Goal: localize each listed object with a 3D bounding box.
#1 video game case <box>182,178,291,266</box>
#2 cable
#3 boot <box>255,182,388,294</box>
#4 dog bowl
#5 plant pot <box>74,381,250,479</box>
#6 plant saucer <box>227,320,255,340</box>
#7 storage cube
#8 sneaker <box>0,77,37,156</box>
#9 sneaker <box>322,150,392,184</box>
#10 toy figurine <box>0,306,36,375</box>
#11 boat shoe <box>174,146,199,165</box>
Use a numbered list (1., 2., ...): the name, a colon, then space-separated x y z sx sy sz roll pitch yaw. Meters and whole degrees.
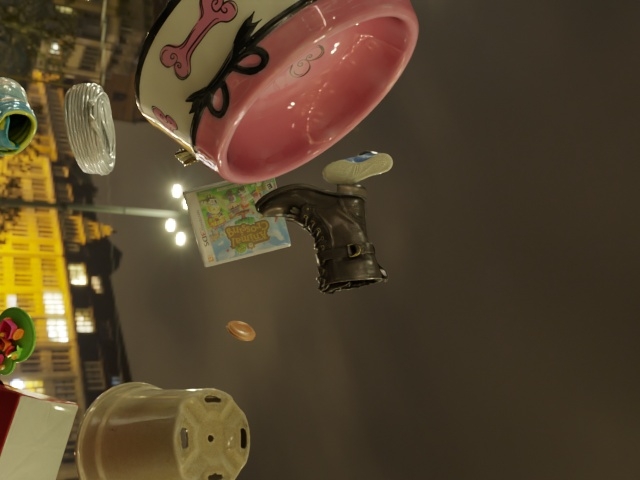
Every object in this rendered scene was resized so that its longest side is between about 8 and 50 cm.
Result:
1. video game case: -0.193 -0.050 1.679 0.023 0.213 0.193 -112 -172 -67
2. cable: -0.633 -0.306 1.990 0.257 0.089 0.257 -104 -171 -57
3. boot: 0.000 0.000 1.494 0.091 0.263 0.228 91 -6 -70
4. dog bowl: -0.041 -0.239 0.991 0.150 0.408 0.408 52 -43 14
5. plant pot: -0.345 0.479 1.680 0.306 0.334 0.333 -20 -112 39
6. plant saucer: -0.221 0.251 2.013 0.013 0.084 0.083 -64 -145 20
7. storage cube: -0.616 0.371 1.367 0.193 0.183 0.214 9 -106 20
8. sneaker: -0.770 -0.240 1.548 0.208 0.319 0.127 43 -28 38
9. sneaker: 0.078 -0.159 1.573 0.084 0.152 0.058 -119 -167 -82
10. toy figurine: -0.751 0.238 1.601 0.130 0.159 0.173 35 -74 21
11. boat shoe: -0.269 -0.198 1.618 0.135 0.045 0.050 -6 -143 40
